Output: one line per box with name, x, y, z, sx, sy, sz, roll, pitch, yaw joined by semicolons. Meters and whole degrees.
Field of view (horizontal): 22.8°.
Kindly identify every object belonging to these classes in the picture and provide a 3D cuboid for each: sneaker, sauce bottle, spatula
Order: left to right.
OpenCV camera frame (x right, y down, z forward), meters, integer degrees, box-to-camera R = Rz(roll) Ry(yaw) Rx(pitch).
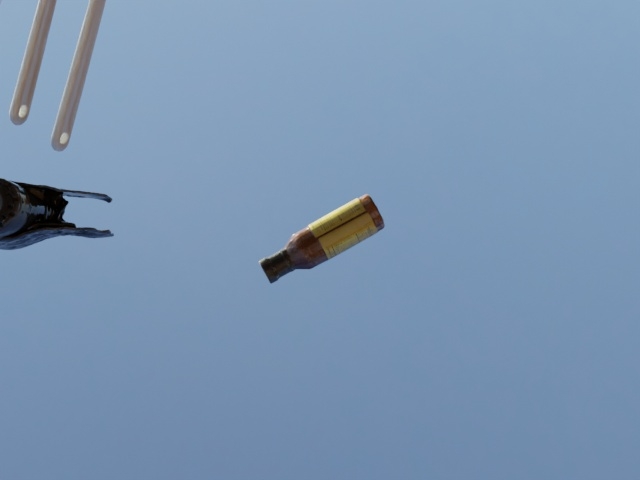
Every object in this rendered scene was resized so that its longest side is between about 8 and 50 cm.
sneaker;-0.232;-0.014;1.059;0.089;0.170;0.051;15;-109;-71
spatula;-0.188;-0.188;1.097;0.019;0.242;0.168;17;-178;23
sauce bottle;0.000;0.000;1.558;0.128;0.042;0.042;-27;-116;-2
